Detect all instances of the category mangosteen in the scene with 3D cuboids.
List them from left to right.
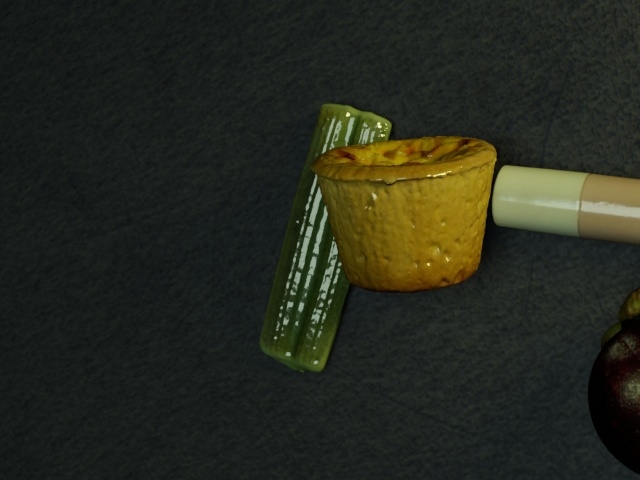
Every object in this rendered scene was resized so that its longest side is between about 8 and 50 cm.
[{"bbox_3d":[0.368,0.147,1.378,0.210,0.210,0.210,1,94,24],"label":"mangosteen"}]

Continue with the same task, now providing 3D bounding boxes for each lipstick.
[{"bbox_3d":[0.313,-0.033,1.453,0.254,0.070,0.070,8,96,23],"label":"lipstick"}]

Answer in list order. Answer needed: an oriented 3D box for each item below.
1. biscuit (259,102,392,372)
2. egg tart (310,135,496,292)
[{"bbox_3d":[0.000,0.000,1.615,0.099,0.038,0.322,19,100,19],"label":"biscuit"},{"bbox_3d":[0.094,-0.028,1.490,0.202,0.202,0.147,1,103,24],"label":"egg tart"}]
